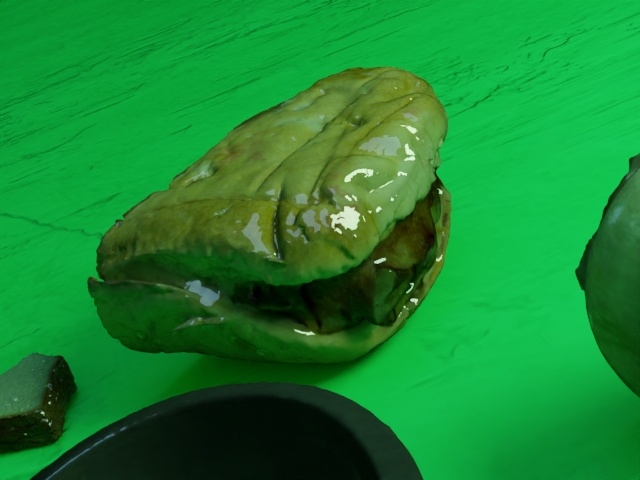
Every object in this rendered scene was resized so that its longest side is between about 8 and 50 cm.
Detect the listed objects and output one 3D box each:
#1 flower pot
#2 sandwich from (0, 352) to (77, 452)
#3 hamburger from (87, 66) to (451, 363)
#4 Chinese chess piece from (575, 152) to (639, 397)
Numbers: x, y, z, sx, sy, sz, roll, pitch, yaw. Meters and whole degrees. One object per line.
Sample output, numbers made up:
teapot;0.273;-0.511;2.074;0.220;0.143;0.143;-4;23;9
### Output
flower pot;-0.050;0.214;0.520;0.269;0.166;0.269;-18;32;11
sandwich;-0.259;0.138;0.920;0.104;0.036;0.093;-17;30;9
hamburger;0.001;-0.001;0.867;0.330;0.162;0.209;-34;34;-27
Chinese chess piece;0.247;0.019;0.647;0.188;0.188;0.083;-26;30;-10
